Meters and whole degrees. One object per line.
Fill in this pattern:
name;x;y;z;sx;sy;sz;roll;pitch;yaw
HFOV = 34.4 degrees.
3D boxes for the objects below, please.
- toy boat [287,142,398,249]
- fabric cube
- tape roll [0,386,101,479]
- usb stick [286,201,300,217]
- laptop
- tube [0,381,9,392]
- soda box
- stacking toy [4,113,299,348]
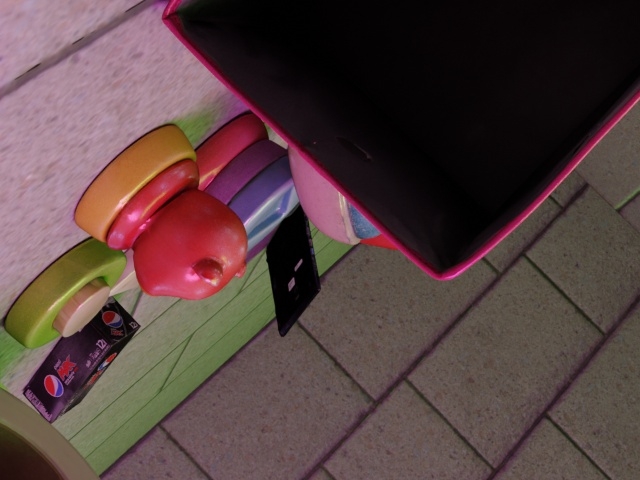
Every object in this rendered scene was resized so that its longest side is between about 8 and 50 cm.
toy boat;0.075;-0.089;1.037;0.318;0.148;0.267;73;28;-55
fabric cube;0.101;-0.162;0.720;0.254;0.259;0.258;-48;174;18
tape roll;-0.305;0.250;0.870;0.169;0.246;0.246;-46;174;2
usb stick;-0.069;-0.058;1.326;0.077;0.045;0.278;-45;174;8
laptop;0.000;0.000;1.755;0.137;0.264;0.234;-3;157;-19
tube;-0.399;0.229;1.014;0.240;0.062;0.070;-48;-144;-19
soda box;-0.280;0.140;1.207;0.169;0.053;0.060;-48;174;33
stacking toy;-0.136;0.021;0.996;0.279;0.130;0.309;-48;173;24
